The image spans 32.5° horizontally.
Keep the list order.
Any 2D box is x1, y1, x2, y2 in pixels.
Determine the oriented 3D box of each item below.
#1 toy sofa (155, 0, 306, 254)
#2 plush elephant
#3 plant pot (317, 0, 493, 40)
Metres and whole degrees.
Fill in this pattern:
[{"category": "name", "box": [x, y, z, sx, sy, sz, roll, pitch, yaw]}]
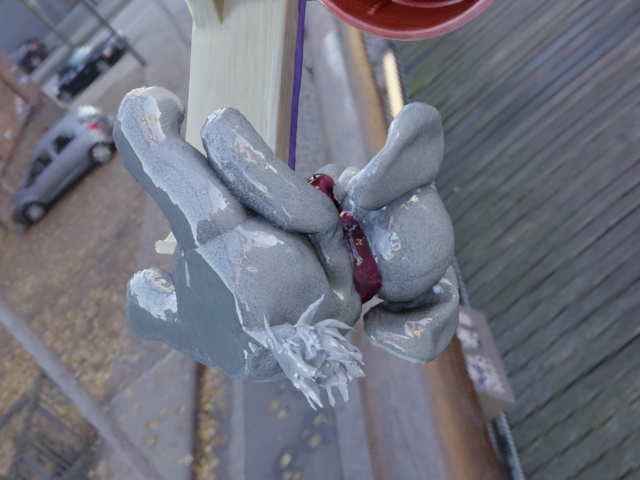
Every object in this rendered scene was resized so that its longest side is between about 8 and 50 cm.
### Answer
[{"category": "toy sofa", "box": [-0.084, -0.145, 1.351, 0.150, 0.177, 0.362, 1, 85, 28]}, {"category": "plush elephant", "box": [0.000, 0.000, 0.974, 0.255, 0.271, 0.330, -24, 39, -32]}, {"category": "plant pot", "box": [0.131, -0.383, 1.164, 0.272, 0.272, 0.265, -27, 11, 39]}]
